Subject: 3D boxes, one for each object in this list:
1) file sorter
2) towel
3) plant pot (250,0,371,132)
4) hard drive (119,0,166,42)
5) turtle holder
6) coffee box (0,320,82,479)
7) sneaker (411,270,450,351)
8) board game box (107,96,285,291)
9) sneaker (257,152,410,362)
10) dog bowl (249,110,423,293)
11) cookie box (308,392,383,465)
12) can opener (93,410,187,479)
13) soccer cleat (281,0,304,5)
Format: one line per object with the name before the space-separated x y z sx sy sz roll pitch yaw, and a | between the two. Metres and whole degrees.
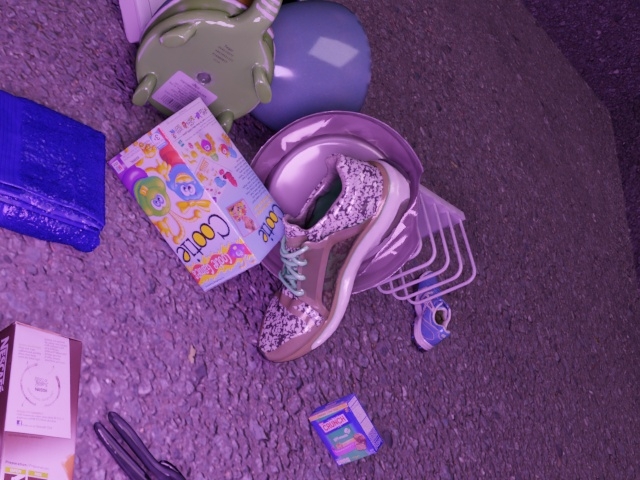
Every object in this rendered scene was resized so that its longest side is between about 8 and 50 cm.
file sorter | 0.184 0.014 1.828 0.278 0.193 0.173 24 47 -53
towel | -0.444 -0.125 1.243 0.308 0.076 0.227 24 51 -43
plant pot | -0.069 -0.343 1.710 0.195 0.290 0.290 -2 69 -44
hard drive | -0.268 -0.516 1.708 0.353 0.047 0.233 -23 105 -56
turtle holder | -0.193 -0.363 1.520 0.243 0.320 0.227 10 49 -9
coffee box | -0.371 0.242 1.034 0.098 0.141 0.246 25 50 -41
sneaker | 0.262 0.155 1.969 0.080 0.081 0.211 35 42 -32
board game box | -0.202 -0.077 1.467 0.275 0.142 0.144 55 35 -11
sneaker | -0.023 0.016 1.477 0.182 0.410 0.158 24 7 -42
dog bowl | 0.024 -0.075 1.612 0.349 0.349 0.102 52 7 -15
cookie box | 0.046 0.342 1.552 0.107 0.092 0.040 59 31 -4
can opener | -0.253 0.321 1.222 0.059 0.073 0.186 -46 106 -14
soccer cleat | -0.126 -0.613 1.975 0.289 0.093 0.121 44 45 -24
